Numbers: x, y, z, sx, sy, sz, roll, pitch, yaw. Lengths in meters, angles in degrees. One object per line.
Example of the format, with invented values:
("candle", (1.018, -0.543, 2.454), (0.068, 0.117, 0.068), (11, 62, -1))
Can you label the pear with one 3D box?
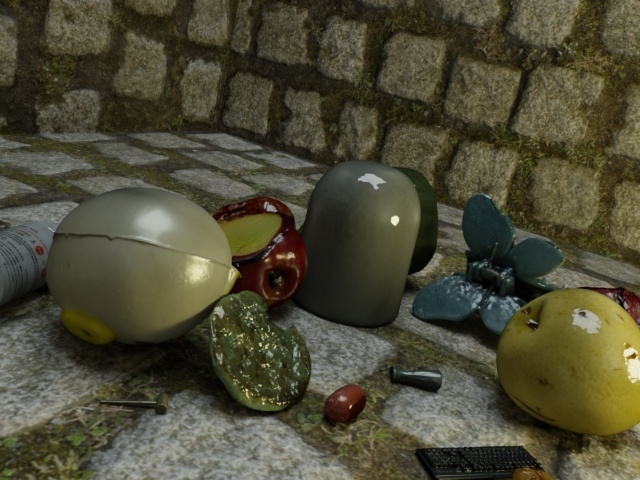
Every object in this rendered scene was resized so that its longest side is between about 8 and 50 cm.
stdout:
("pear", (0.532, 0.253, 1.245), (0.309, 0.309, 0.309), (12, 17, -4))

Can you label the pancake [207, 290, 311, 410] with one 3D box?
("pancake", (-0.116, 0.209, 1.128), (0.253, 0.037, 0.253), (34, 37, -30))

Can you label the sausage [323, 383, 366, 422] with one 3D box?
("sausage", (0.046, 0.302, 1.113), (0.054, 0.059, 0.094), (17, 19, 32))

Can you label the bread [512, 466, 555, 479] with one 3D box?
("bread", (0.362, 0.419, 1.002), (0.083, 0.046, 0.081), (18, 21, 11))

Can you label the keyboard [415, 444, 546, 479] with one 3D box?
("keyboard", (0.286, 0.394, 1.060), (0.230, 0.025, 0.093), (6, 16, -21))

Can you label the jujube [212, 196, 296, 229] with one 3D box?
("jujube", (-0.202, -0.041, 1.806), (0.255, 0.190, 0.190), (10, 15, 23))

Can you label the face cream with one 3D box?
("face cream", (-0.638, 0.032, 1.330), (0.145, 0.145, 0.369), (16, 16, 9))

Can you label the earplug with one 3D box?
("earplug", (0.102, -0.015, 1.589), (0.313, 0.394, 0.312), (11, 16, -3))

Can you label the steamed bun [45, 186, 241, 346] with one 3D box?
("steamed bun", (-0.353, 0.050, 1.169), (0.374, 0.334, 0.334), (2, 5, 44))

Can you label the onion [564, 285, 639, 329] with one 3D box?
("onion", (0.699, 0.222, 1.466), (0.314, 0.314, 0.232), (19, 61, 18))

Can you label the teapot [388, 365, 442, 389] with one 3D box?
("teapot", (0.203, 0.295, 1.287), (0.111, 0.043, 0.043), (8, 18, -2))

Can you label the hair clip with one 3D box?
("hair clip", (0.504, 0.118, 1.671), (0.318, 0.392, 0.238), (25, -6, 36))

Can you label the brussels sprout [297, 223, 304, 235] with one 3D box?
("brussels sprout", (0.005, -0.003, 1.881), (0.183, 0.131, 0.145), (11, 31, 40))

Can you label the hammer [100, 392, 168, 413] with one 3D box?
("hammer", (-0.316, 0.274, 1.013), (0.110, 0.019, 0.035), (7, 18, -12))

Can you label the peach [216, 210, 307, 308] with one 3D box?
("peach", (-0.181, 0.061, 1.490), (0.258, 0.201, 0.362), (-34, 29, -29))

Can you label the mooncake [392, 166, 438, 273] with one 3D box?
("mooncake", (0.203, -0.058, 1.865), (0.194, 0.356, 0.356), (-7, 25, -28))
